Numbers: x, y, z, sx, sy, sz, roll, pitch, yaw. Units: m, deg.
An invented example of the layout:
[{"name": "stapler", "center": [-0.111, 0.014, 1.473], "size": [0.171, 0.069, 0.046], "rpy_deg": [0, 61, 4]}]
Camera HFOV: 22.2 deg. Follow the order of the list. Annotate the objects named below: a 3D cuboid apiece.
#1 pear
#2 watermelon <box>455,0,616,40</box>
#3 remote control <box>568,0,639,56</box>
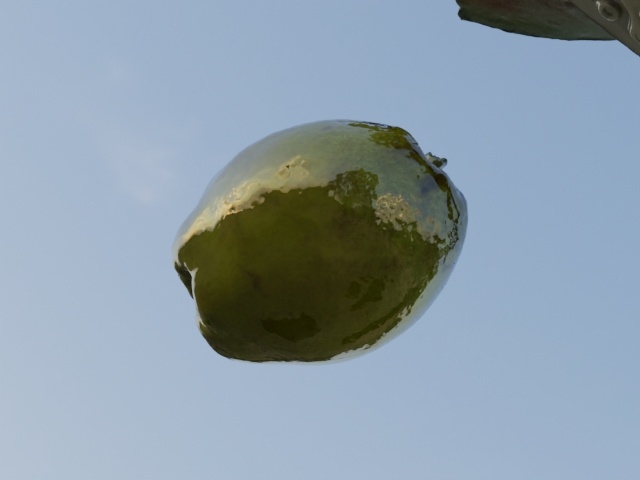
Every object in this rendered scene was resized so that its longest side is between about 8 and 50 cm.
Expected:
[{"name": "pear", "center": [0.000, 0.000, 0.714], "size": [0.107, 0.131, 0.107], "rpy_deg": [60, -5, 10]}, {"name": "watermelon", "center": [0.138, -0.334, 1.302], "size": [0.228, 0.258, 0.387], "rpy_deg": [-1, -72, 28]}, {"name": "remote control", "center": [0.205, -0.080, 0.725], "size": [0.229, 0.044, 0.073], "rpy_deg": [35, -21, -1]}]
